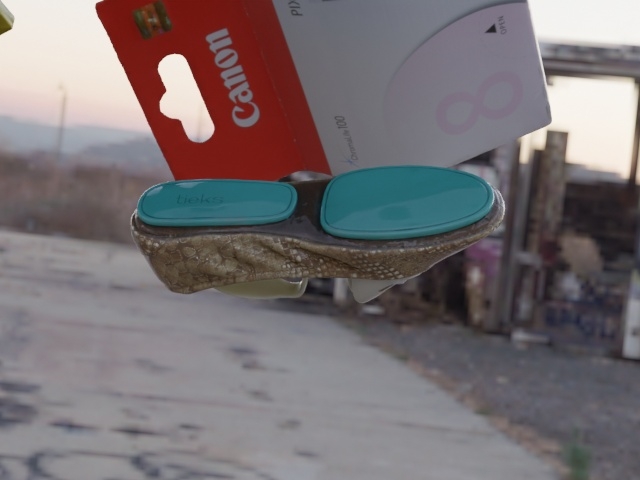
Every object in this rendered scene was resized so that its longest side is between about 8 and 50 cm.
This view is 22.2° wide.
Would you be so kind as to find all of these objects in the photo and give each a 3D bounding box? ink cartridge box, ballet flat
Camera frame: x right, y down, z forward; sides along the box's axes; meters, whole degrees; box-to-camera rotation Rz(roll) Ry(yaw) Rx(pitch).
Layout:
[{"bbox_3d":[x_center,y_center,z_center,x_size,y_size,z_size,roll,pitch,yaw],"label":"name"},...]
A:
[{"bbox_3d":[0.011,-0.104,0.960,0.232,0.189,0.066,-26,46,-5],"label":"ink cartridge box"},{"bbox_3d":[0.000,0.000,0.888,0.206,0.067,0.073,1,39,16],"label":"ballet flat"}]

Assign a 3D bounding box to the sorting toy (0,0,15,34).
[{"bbox_3d":[-0.250,-0.134,0.606,0.274,0.132,0.046,28,35,-23],"label":"sorting toy"}]
